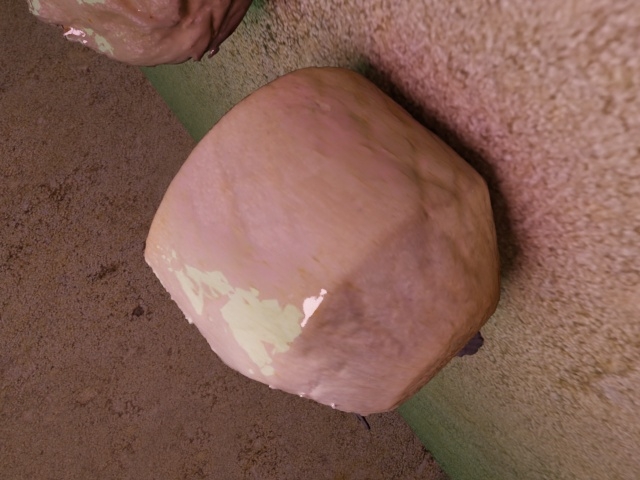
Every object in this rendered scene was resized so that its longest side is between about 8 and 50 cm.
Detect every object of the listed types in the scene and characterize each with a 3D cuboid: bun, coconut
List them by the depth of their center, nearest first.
[{"bbox_3d":[0.000,0.000,0.589,0.415,0.345,0.415,46,168,13],"label":"coconut"},{"bbox_3d":[-0.193,-0.333,0.605,0.281,0.281,0.204,39,171,50],"label":"bun"}]

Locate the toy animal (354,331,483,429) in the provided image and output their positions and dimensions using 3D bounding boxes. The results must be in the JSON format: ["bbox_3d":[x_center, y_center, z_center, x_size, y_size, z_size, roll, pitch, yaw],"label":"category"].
[{"bbox_3d":[0.081,0.178,0.883,0.302,0.284,0.225,40,-178,-35],"label":"toy animal"}]
